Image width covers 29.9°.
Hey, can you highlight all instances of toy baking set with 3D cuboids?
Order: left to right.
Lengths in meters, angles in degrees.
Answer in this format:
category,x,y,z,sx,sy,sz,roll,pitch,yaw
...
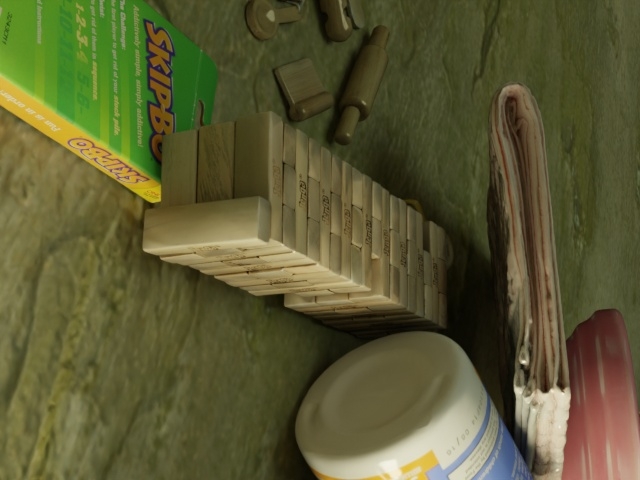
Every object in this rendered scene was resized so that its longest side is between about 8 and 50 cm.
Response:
category,x,y,z,sx,sy,sz,roll,pitch,yaw
toy baking set,0.007,-0.215,1.085,0.197,0.030,0.256,57,37,-30

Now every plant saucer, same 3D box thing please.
category,x,y,z,sx,sy,sz,roll,pitch,yaw
plant saucer,0.289,0.239,1.259,0.332,0.084,0.332,-5,90,-79

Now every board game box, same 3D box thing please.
category,x,y,z,sx,sy,sz,roll,pitch,yaw
board game box,-0.160,-0.125,0.787,0.259,0.039,0.124,34,53,-46

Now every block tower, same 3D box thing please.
category,x,y,z,sx,sy,sz,roll,pitch,yaw
block tower,0.000,0.000,0.914,0.335,0.091,0.097,26,60,-60

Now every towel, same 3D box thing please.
category,x,y,z,sx,sy,sz,roll,pitch,yaw
towel,0.188,0.074,1.120,0.332,0.053,0.317,78,11,-56

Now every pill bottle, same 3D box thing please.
category,x,y,z,sx,sy,sz,roll,pitch,yaw
pill bottle,0.102,0.220,0.982,0.272,0.152,0.152,60,36,-26

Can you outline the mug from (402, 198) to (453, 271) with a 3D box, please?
category,x,y,z,sx,sy,sz,roll,pitch,yaw
mug,0.084,0.008,1.103,0.078,0.064,0.062,57,38,-31
